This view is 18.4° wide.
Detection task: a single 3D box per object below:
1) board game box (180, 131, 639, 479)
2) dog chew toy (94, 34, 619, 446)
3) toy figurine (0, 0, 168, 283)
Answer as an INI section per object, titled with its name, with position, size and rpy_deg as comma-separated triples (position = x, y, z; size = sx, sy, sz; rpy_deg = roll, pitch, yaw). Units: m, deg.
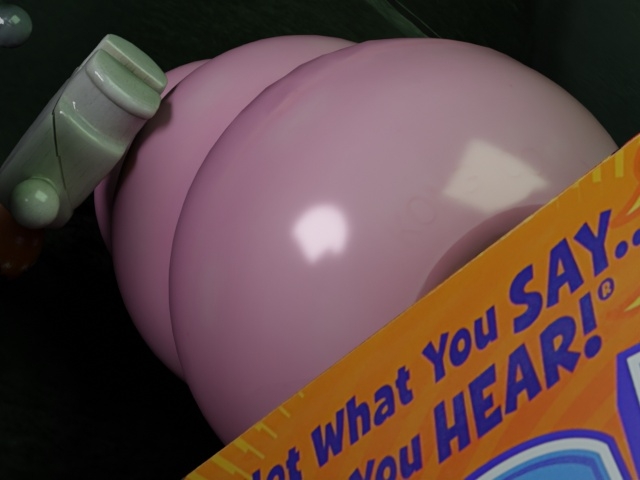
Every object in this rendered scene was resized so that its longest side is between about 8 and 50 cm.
[board game box]
position = 0.184, 0.213, 0.670
size = 0.356, 0.356, 0.356
rpy_deg = 28, 32, -45
[dog chew toy]
position = 0.000, 0.000, 0.893
size = 0.207, 0.206, 0.332
rpy_deg = 23, 2, -32
[toy figurine]
position = -0.196, -0.081, 0.868
size = 0.209, 0.148, 0.213
rpy_deg = 7, 43, -54
